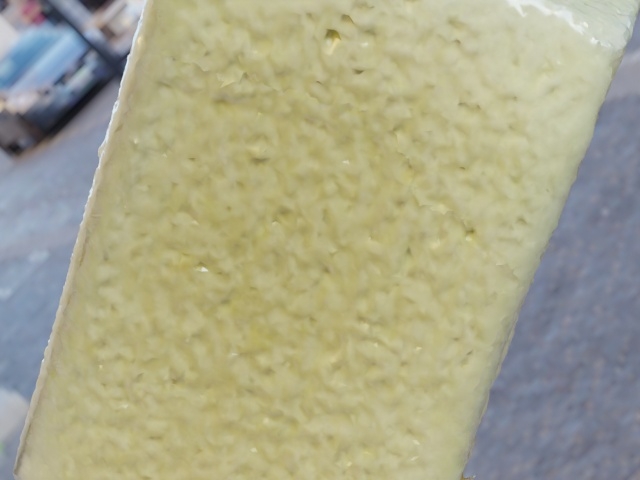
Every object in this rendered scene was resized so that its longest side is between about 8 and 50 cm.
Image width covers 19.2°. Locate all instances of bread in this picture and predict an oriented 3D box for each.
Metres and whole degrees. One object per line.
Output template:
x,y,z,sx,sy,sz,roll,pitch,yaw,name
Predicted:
0.001,-0.001,0.520,0.068,0.125,0.188,-60,-11,-69,bread
